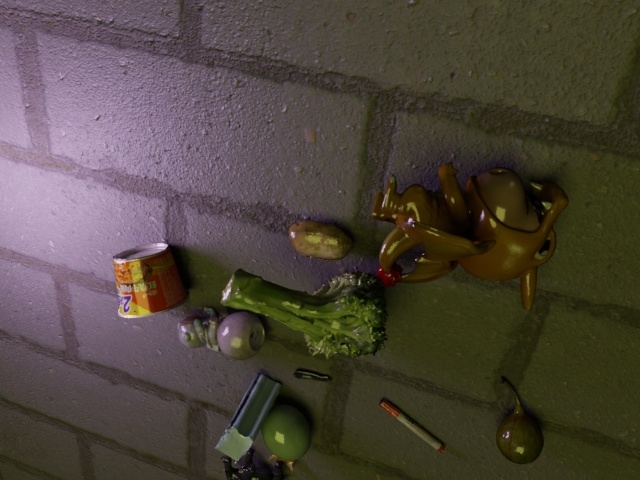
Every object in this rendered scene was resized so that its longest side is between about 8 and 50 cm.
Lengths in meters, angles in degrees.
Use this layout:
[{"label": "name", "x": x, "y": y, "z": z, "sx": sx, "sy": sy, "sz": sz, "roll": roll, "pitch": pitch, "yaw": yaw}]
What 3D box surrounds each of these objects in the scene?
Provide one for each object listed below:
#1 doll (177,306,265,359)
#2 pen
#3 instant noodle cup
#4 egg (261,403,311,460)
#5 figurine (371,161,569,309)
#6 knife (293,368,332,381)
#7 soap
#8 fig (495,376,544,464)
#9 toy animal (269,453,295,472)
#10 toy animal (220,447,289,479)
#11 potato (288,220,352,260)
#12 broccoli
[{"label": "doll", "x": -0.312, "y": 0.282, "z": 1.677, "sx": 0.287, "sy": 0.151, "sz": 0.150, "roll": 0, "pitch": 116, "yaw": 25}, {"label": "pen", "x": 0.274, "y": 0.555, "z": 1.658, "sx": 0.239, "sy": 0.028, "sz": 0.028, "roll": 38, "pitch": 122, "yaw": -2}, {"label": "instant noodle cup", "x": -0.509, "y": 0.110, "z": 1.633, "sx": 0.213, "sy": 0.213, "sz": 0.174, "roll": -2, "pitch": 106, "yaw": 22}, {"label": "egg", "x": -0.107, "y": 0.611, "z": 1.758, "sx": 0.149, "sy": 0.149, "sz": 0.192, "roll": -14, "pitch": 115, "yaw": 26}, {"label": "figurine", "x": 0.307, "y": -0.014, "z": 1.232, "sx": 0.387, "sy": 0.267, "sz": 0.401, "roll": 10, "pitch": 154, "yaw": -3}, {"label": "knife", "x": -0.024, "y": 0.420, "z": 1.706, "sx": 0.121, "sy": 0.018, "sz": 0.031, "roll": 9, "pitch": 111, "yaw": 16}, {"label": "soap", "x": -0.219, "y": 0.542, "z": 1.701, "sx": 0.094, "sy": 0.261, "sz": 0.150, "roll": 30, "pitch": 123, "yaw": 0}, {"label": "fig", "x": 0.528, "y": 0.481, "z": 1.497, "sx": 0.124, "sy": 0.124, "sz": 0.236, "roll": -11, "pitch": 88, "yaw": 25}, {"label": "toy animal", "x": -0.123, "y": 0.754, "z": 1.894, "sx": 0.081, "sy": 0.060, "sz": 0.083, "roll": -31, "pitch": 104, "yaw": -10}, {"label": "toy animal", "x": -0.238, "y": 0.822, "z": 1.936, "sx": 0.245, "sy": 0.114, "sz": 0.146, "roll": 23, "pitch": 121, "yaw": 9}, {"label": "potato", "x": 0.000, "y": 0.000, "z": 1.445, "sx": 0.171, "sy": 0.080, "sz": 0.107, "roll": 5, "pitch": 117, "yaw": 13}, {"label": "broccoli", "x": -0.031, "y": 0.181, "z": 1.414, "sx": 0.397, "sy": 0.274, "sz": 0.353, "roll": -4, "pitch": 134, "yaw": 4}]
